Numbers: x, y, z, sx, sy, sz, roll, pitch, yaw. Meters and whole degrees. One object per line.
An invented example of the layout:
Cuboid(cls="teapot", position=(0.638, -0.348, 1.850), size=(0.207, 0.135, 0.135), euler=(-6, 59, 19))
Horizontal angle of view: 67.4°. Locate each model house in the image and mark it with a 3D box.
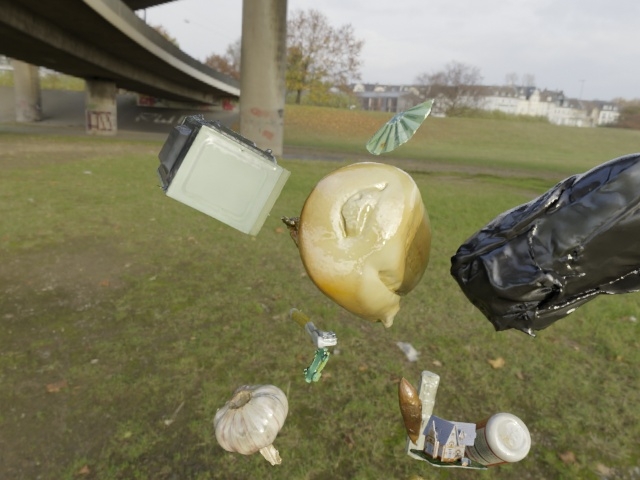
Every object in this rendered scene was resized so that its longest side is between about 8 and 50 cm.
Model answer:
Cuboid(cls="model house", position=(0.302, 0.463, 1.110), size=(0.167, 0.088, 0.117), euler=(15, -9, -22))

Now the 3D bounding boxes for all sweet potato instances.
Cuboid(cls="sweet potato", position=(0.243, 0.457, 1.277), size=(0.068, 0.205, 0.060), euler=(-12, 12, -28))

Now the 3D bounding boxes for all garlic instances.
Cuboid(cls="garlic", position=(-0.193, 0.597, 1.516), size=(0.245, 0.253, 0.245), euler=(-27, 11, 5))

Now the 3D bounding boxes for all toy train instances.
Cuboid(cls="toy train", position=(-0.008, 0.394, 1.520), size=(0.050, 0.122, 0.081), euler=(27, -8, 21))

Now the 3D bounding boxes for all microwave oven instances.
Cuboid(cls="microwave oven", position=(-0.271, -0.196, 1.298), size=(0.286, 0.218, 0.355), euler=(28, 5, -26))

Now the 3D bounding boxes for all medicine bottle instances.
Cuboid(cls="medicine bottle", position=(0.498, 0.594, 1.419), size=(0.131, 0.131, 0.250), euler=(0, -29, -15))

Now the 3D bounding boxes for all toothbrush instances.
Cuboid(cls="toothbrush", position=(-0.017, 0.122, 0.700), size=(0.024, 0.021, 0.288), euler=(-1, -2, -11))

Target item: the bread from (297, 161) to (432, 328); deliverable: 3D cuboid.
Cuboid(cls="bread", position=(0.107, -0.002, 1.144), size=(0.253, 0.348, 0.376), euler=(23, -7, 24))

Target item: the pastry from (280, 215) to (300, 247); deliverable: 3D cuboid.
Cuboid(cls="pastry", position=(0.000, 0.000, 1.680), size=(0.235, 0.132, 0.240), euler=(55, 8, 28))

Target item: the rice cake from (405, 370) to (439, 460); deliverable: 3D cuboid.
Cuboid(cls="rice cake", position=(0.308, 0.527, 1.454), size=(0.057, 0.256, 0.052), euler=(9, -7, 38))

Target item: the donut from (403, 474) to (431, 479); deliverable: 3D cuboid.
Cuboid(cls="donut", position=(0.261, 0.837, 1.341), size=(0.170, 0.360, 0.360), euler=(21, 16, 12))

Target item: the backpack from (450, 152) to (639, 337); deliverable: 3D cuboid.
Cuboid(cls="backpack", position=(0.494, 0.004, 0.891), size=(0.363, 0.254, 0.446), euler=(-16, -19, -46))

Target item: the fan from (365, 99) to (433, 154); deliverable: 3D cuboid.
Cuboid(cls="fan", position=(0.209, -0.302, 1.304), size=(0.009, 0.131, 0.240), euler=(29, -41, -34))
